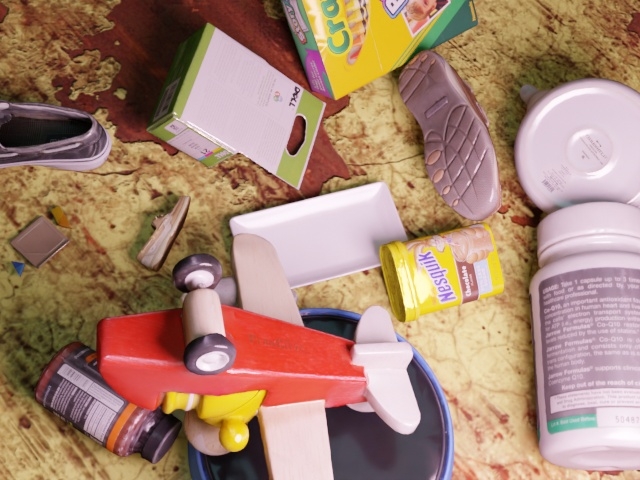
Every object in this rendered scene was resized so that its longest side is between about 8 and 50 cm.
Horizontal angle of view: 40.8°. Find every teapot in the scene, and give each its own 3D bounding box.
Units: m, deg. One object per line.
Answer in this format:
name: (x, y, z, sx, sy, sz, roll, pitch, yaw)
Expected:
teapot: (0.443, -0.137, 1.410, 0.252, 0.187, 0.256, 4, 91, 17)

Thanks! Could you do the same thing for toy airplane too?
toy airplane: (-0.068, 0.187, 1.117, 0.384, 0.272, 0.386, 44, 33, 3)

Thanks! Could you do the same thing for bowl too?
bowl: (0.005, 0.280, 1.236, 0.391, 0.077, 0.391, 2, 66, -4)

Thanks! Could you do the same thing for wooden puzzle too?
wooden puzzle: (-0.442, 0.002, 1.360, 0.116, 0.014, 0.078, -38, 70, -19)

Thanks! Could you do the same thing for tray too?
tray: (0.000, 0.000, 1.387, 0.270, 0.030, 0.145, -14, 68, -11)

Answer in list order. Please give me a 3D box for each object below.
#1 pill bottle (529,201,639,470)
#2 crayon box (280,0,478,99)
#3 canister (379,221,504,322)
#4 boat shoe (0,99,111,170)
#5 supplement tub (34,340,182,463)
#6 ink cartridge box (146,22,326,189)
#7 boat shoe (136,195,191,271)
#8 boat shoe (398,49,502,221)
pill bottle: (0.414, 0.140, 1.263, 0.204, 0.204, 0.361, 4, 66, -3)
crayon box: (0.077, -0.469, 1.440, 0.313, 0.363, 0.106, -31, 30, -18)
canister: (0.190, 0.046, 1.344, 0.170, 0.073, 0.126, -14, 92, -13)
boat shoe: (-0.509, -0.181, 1.378, 0.335, 0.119, 0.121, -2, 66, -6)
supplement tub: (-0.295, 0.234, 1.217, 0.198, 0.106, 0.106, 31, 67, 8)
ink cartridge box: (-0.135, -0.208, 1.445, 0.255, 0.097, 0.189, 31, 61, -29)
boat shoe: (-0.248, -0.018, 1.364, 0.045, 0.050, 0.135, 24, 66, 0)
boat shoe: (0.236, -0.174, 1.429, 0.116, 0.123, 0.324, 17, 50, -46)
